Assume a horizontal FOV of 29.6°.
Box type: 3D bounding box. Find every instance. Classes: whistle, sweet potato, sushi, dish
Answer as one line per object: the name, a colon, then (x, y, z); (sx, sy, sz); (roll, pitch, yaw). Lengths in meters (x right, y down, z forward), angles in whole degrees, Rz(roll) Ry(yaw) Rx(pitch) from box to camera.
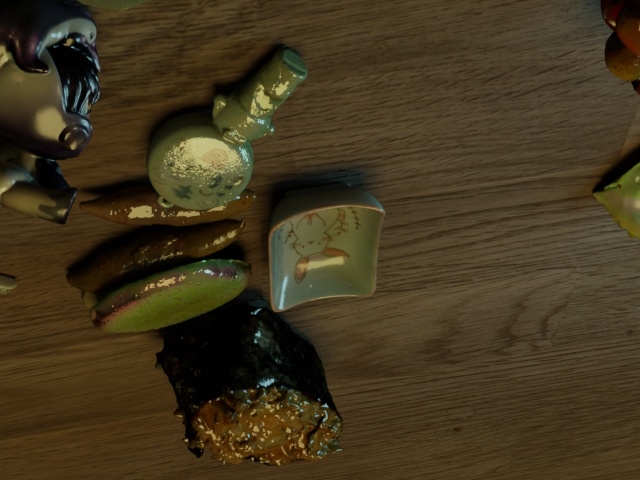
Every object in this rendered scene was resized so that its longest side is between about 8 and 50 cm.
whistle: (-0.112, -0.125, 1.407); (0.126, 0.067, 0.258); (29, 124, -29)
sweet potato: (-0.212, 0.016, 1.568); (0.274, 0.067, 0.067); (-19, 146, 16)
sushi: (-0.108, 0.242, 1.808); (0.234, 0.207, 0.348); (-31, 147, 14)
sweet potato: (-0.189, -0.044, 1.503); (0.218, 0.051, 0.065); (-5, 148, -11)
dish: (0.000, 0.000, 1.610); (0.151, 0.077, 0.212); (-10, 145, -9)

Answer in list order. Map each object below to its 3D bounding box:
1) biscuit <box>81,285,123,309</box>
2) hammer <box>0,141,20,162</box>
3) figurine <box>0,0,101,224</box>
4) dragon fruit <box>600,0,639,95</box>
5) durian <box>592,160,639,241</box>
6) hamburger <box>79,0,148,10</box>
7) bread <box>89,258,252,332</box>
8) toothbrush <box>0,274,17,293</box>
biscuit: (-0.270, 0.073, 1.672); (0.120, 0.015, 0.120); (-9, 146, -6)
hammer: (-0.517, -0.053, 1.383); (0.440, 0.044, 0.168); (-16, 144, 4)
figurine: (-0.300, -0.139, 1.234); (0.145, 0.145, 0.222); (6, 101, -27)
dragon fruit: (0.394, -0.278, 1.242); (0.307, 0.227, 0.243); (-24, 145, 38)
durian: (0.544, -0.097, 1.602); (0.169, 0.157, 0.355); (28, 130, -23)
hamburger: (-0.192, -0.281, 1.156); (0.140, 0.062, 0.133); (-24, 148, 11)
bread: (-0.199, 0.080, 1.631); (0.228, 0.033, 0.228); (-17, 164, -5)
toothbrush: (-0.511, 0.030, 1.523); (0.276, 0.019, 0.025); (17, 143, -37)
